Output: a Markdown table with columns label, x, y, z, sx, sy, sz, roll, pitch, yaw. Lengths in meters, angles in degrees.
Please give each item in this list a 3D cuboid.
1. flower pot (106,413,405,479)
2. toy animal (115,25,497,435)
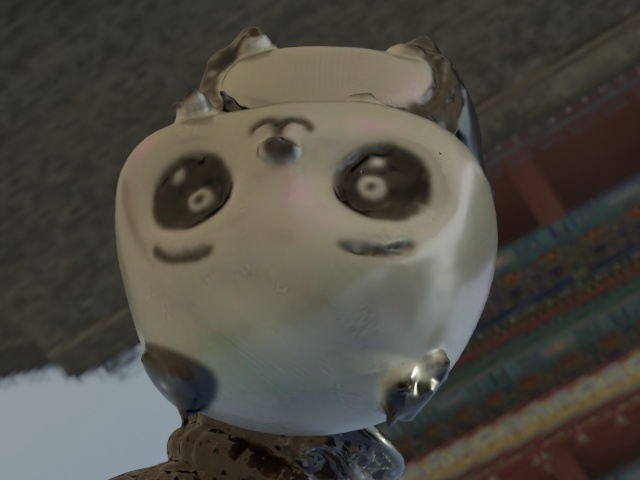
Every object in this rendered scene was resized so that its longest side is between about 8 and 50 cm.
| label | x | y | z | sx | sy | sz | roll | pitch | yaw |
| --- | --- | --- | --- | --- | --- | --- | --- | --- | --- |
| flower pot | -0.076 | 0.242 | 1.218 | 0.267 | 0.267 | 0.266 | -61 | -157 | -16 |
| toy animal | 0.000 | 0.000 | 1.009 | 0.251 | 0.251 | 0.310 | -28 | -160 | 24 |
